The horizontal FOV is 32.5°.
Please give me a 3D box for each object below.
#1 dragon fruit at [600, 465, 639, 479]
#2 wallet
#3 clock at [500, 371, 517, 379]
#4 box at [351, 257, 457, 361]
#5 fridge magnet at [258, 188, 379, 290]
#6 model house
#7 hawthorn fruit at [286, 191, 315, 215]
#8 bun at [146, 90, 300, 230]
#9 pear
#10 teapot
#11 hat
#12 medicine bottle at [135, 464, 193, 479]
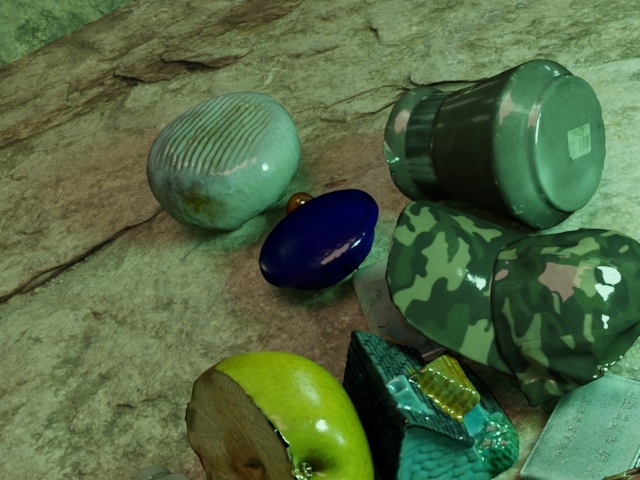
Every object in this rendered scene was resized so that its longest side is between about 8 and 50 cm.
[{"bbox_3d":[0.423,0.422,1.300,0.329,0.329,0.329,-16,40,14],"label":"dragon fruit"},{"bbox_3d":[0.417,0.293,1.657,0.167,0.036,0.222,13,53,39],"label":"wallet"},{"bbox_3d":[0.369,0.153,1.827,0.205,0.051,0.205,-13,41,12],"label":"clock"},{"bbox_3d":[0.152,0.128,1.989,0.142,0.044,0.285,-21,39,1],"label":"box"},{"bbox_3d":[0.000,0.000,2.141,0.265,0.113,0.265,-25,31,17],"label":"fridge magnet"},{"bbox_3d":[0.148,0.240,1.712,0.226,0.241,0.261,-31,38,-2],"label":"model house"},{"bbox_3d":[-0.039,-0.067,2.292,0.077,0.077,0.077,-16,40,14],"label":"hawthorn fruit"},{"bbox_3d":[-0.197,-0.161,2.373,0.362,0.211,0.362,-17,37,13],"label":"bun"},{"bbox_3d":[-0.040,0.320,1.692,0.191,0.340,0.386,-23,6,-28],"label":"pear"},{"bbox_3d":[0.340,-0.191,2.074,0.361,0.306,0.376,6,20,43],"label":"teapot"},{"bbox_3d":[0.317,0.041,1.728,0.257,0.381,0.366,-40,23,46],"label":"hat"},{"bbox_3d":[-0.235,0.458,1.803,0.121,0.083,0.229,-46,42,-4],"label":"medicine bottle"}]
